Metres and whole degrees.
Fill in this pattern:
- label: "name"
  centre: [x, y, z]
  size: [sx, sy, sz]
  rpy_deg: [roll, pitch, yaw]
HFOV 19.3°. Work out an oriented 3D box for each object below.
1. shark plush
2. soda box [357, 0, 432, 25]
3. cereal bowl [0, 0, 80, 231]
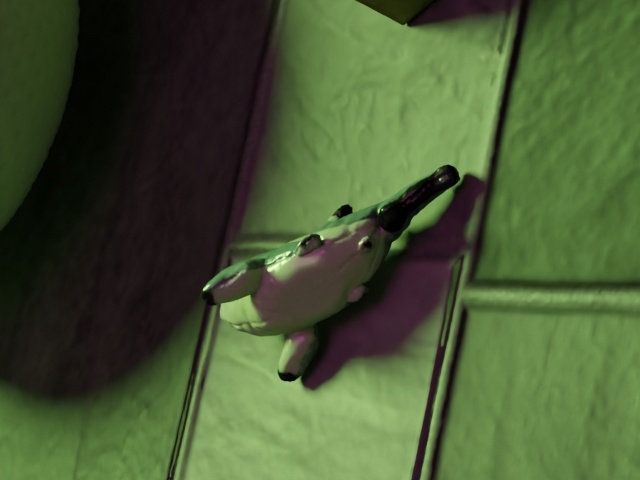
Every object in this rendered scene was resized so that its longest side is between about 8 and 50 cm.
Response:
- label: "shark plush"
  centre: [0.000, 0.000, 1.000]
  size: [0.161, 0.073, 0.067]
  rpy_deg: [-46, 15, 30]
- label: "soda box"
  centre: [0.026, -0.211, 1.054]
  size: [0.061, 0.058, 0.181]
  rpy_deg: [-39, 48, 29]
- label: "cereal bowl"
  centre: [-0.273, -0.106, 1.265]
  size: [0.339, 0.141, 0.339]
  rpy_deg: [-21, 59, 41]
